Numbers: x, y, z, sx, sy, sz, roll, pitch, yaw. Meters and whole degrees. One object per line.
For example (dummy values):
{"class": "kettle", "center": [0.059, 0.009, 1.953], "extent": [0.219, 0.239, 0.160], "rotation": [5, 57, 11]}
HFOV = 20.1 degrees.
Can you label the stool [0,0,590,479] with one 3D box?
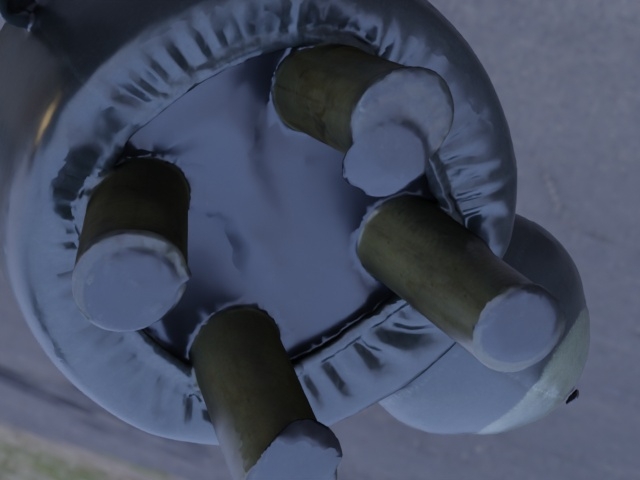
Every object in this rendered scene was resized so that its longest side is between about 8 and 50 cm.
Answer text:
{"class": "stool", "center": [0.005, -0.008, 0.536], "extent": [0.228, 0.153, 0.139], "rotation": [9, -159, -26]}
